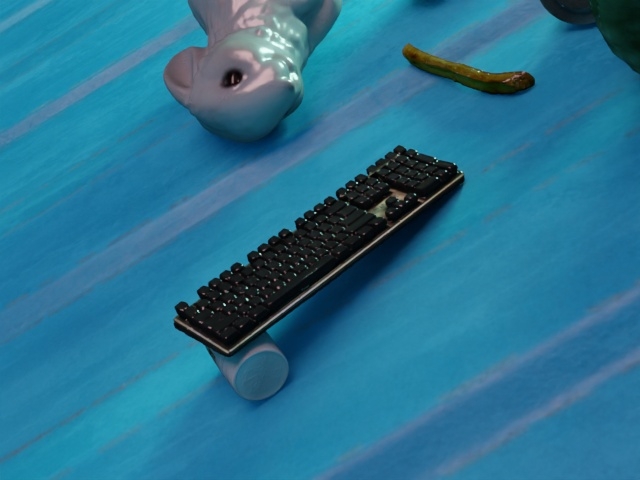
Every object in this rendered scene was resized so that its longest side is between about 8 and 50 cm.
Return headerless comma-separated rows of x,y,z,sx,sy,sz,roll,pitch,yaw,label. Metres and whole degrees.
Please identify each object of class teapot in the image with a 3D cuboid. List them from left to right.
0.307,-0.288,1.113,0.091,0.124,0.092,-53,-1,-46,teapot

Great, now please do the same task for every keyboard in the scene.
0.000,0.000,0.978,0.317,0.027,0.106,-37,36,-27,keyboard

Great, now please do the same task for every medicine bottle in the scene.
-0.072,0.103,0.939,0.057,0.057,0.089,-37,36,-7,medicine bottle

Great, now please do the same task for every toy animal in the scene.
-0.101,-0.272,1.306,0.257,0.194,0.357,-4,52,19,toy animal

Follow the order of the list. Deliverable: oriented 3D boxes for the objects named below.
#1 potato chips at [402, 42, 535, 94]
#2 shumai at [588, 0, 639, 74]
0.157,-0.195,1.145,0.037,0.026,0.204,-41,36,-17,potato chips
0.303,-0.222,0.878,0.222,0.261,0.225,-28,0,-30,shumai
